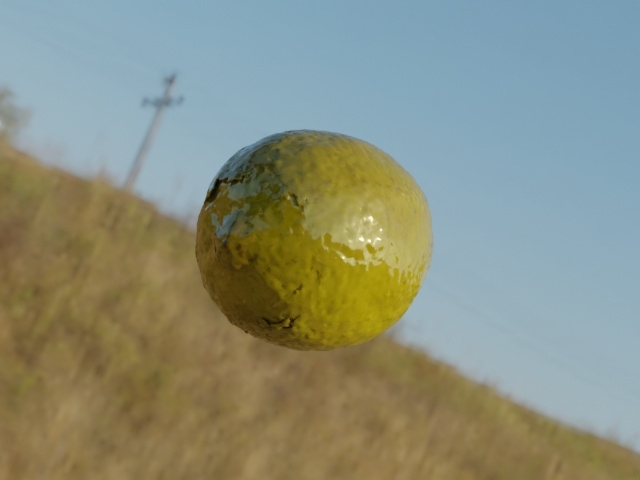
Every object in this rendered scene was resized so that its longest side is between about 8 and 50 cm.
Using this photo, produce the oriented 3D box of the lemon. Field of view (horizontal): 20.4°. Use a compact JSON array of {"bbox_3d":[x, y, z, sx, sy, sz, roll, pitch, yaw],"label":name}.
[{"bbox_3d":[0.000,0.000,0.491,0.062,0.062,0.083,17,10,34],"label":"lemon"}]
